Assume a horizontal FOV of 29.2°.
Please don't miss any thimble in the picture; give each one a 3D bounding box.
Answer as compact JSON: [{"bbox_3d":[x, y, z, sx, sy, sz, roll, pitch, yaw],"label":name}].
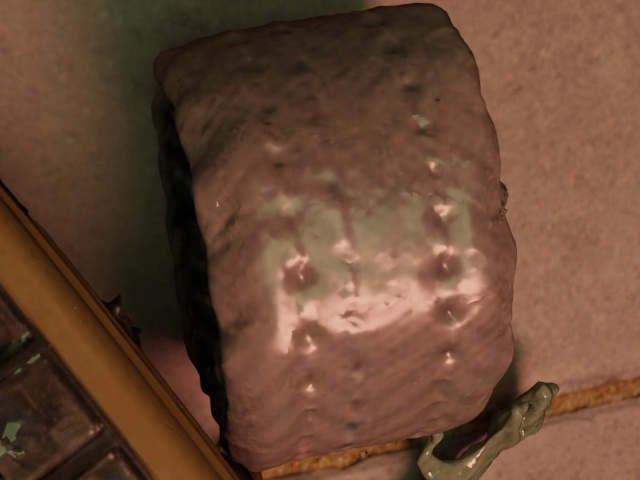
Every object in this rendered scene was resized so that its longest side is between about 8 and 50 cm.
[{"bbox_3d":[0.000,0.000,0.668,0.157,0.217,0.245,-9,124,-9],"label":"thimble"}]

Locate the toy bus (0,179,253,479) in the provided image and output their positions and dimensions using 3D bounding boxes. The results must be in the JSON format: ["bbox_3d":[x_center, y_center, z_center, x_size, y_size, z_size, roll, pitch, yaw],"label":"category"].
[{"bbox_3d":[-0.170,0.093,0.595,0.202,0.177,0.365,-38,85,-10],"label":"toy bus"}]

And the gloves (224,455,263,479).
[{"bbox_3d":[-0.080,0.249,0.741,0.154,0.141,0.331,-14,107,-11],"label":"gloves"}]

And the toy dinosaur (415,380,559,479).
[{"bbox_3d":[0.034,0.249,0.804,0.129,0.076,0.383,18,106,-43],"label":"toy dinosaur"}]
